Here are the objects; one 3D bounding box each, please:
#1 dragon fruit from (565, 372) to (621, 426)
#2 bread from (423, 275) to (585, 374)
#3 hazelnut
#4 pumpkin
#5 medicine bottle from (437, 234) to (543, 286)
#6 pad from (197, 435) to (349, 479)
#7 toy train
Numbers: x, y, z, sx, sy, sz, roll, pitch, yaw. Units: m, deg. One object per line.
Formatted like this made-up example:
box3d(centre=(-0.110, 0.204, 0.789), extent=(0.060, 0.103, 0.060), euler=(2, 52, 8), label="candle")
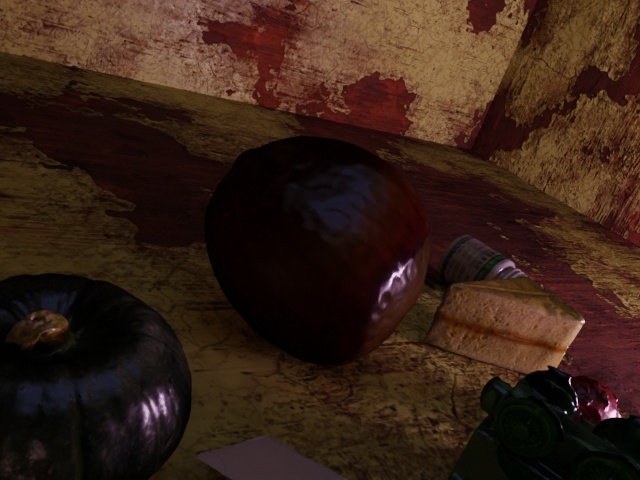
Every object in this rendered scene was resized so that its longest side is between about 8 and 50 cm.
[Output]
box3d(centre=(0.460, 0.305, 1.000), extent=(0.165, 0.136, 0.133), euler=(9, -19, -35), label="dragon fruit")
box3d(centre=(0.370, 0.186, 1.144), extent=(0.264, 0.168, 0.163), euler=(-2, 31, -34), label="bread")
box3d(centre=(0.000, 0.000, 0.987), extent=(0.420, 0.352, 0.421), euler=(14, 66, -33), label="hazelnut")
box3d(centre=(-0.292, 0.154, 0.615), extent=(0.300, 0.207, 0.300), euler=(8, 25, -4), label="pumpkin")
box3d(centre=(0.423, 0.097, 1.414), extent=(0.139, 0.139, 0.237), euler=(-4, 33, -43), label="medicine bottle")
box3d(centre=(-0.017, 0.292, 0.668), extent=(0.232, 0.004, 0.156), euler=(18, 0, 29), label="pad")
box3d(centre=(0.328, 0.308, 0.775), extent=(0.266, 0.202, 0.145), euler=(32, 26, 28), label="toy train")
